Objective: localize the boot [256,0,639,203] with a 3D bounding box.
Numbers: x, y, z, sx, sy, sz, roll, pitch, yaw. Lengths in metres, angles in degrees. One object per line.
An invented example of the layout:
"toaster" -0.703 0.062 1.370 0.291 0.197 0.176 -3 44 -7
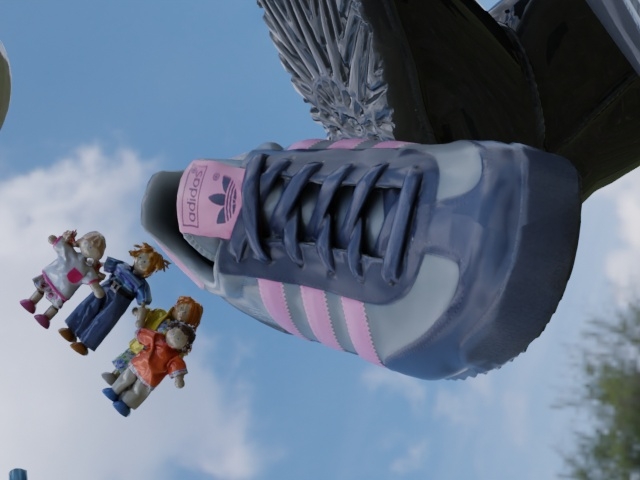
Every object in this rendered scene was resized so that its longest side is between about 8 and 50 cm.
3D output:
"boot" 0.188 -0.208 0.994 0.445 0.146 0.367 -36 -55 -18

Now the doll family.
"doll family" -0.245 0.092 1.691 0.163 0.263 0.118 -47 -15 4

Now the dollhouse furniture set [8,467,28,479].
"dollhouse furniture set" -0.241 0.238 0.665 0.286 0.303 0.198 86 173 -57

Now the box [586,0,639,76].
"box" 0.207 -0.212 0.682 0.076 0.242 0.307 -21 -110 -25

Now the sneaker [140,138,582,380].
"sneaker" 0.000 0.000 0.646 0.131 0.319 0.112 18 -101 -21

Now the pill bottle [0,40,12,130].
"pill bottle" -0.517 -0.204 1.391 0.407 0.229 0.229 32 -117 -72
